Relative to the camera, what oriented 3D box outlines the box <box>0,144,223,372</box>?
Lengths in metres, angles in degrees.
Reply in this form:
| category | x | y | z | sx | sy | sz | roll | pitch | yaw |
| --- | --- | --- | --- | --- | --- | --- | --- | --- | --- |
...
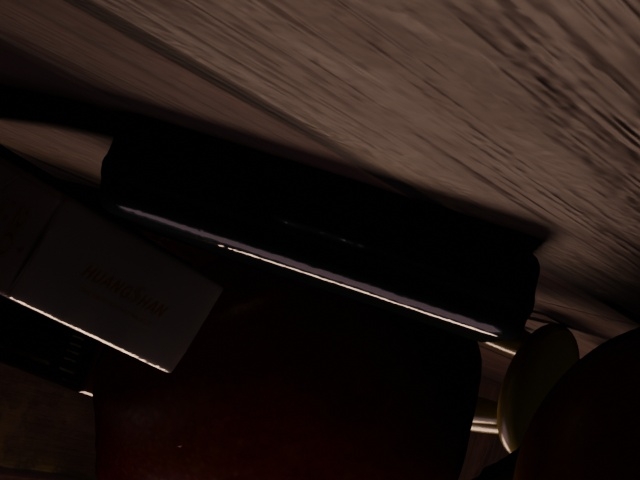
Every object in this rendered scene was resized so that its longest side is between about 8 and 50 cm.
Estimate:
| category | x | y | z | sx | sy | sz | roll | pitch | yaw |
| --- | --- | --- | --- | --- | --- | --- | --- | --- | --- |
| box | -0.184 | -0.016 | 0.838 | 0.233 | 0.067 | 0.149 | 29 | 179 | 38 |

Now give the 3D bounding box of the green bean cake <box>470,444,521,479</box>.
| category | x | y | z | sx | sy | sz | roll | pitch | yaw |
| --- | --- | --- | --- | --- | --- | --- | --- | --- | --- |
| green bean cake | 0.206 | 0.166 | 0.966 | 0.125 | 0.222 | 0.227 | 62 | 174 | 4 |

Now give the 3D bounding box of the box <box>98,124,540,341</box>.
| category | x | y | z | sx | sy | sz | roll | pitch | yaw |
| --- | --- | --- | --- | --- | --- | --- | --- | --- | --- |
| box | 0.000 | 0.000 | 0.785 | 0.230 | 0.050 | 0.160 | 18 | 176 | 3 |

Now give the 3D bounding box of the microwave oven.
| category | x | y | z | sx | sy | sz | roll | pitch | yaw |
| --- | --- | --- | --- | --- | --- | --- | --- | --- | --- |
| microwave oven | -0.204 | 0.053 | 1.332 | 0.247 | 0.178 | 0.188 | 14 | 173 | 41 |

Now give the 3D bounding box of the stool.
| category | x | y | z | sx | sy | sz | roll | pitch | yaw |
| --- | --- | --- | --- | --- | --- | --- | --- | --- | --- |
| stool | 0.137 | 0.108 | 1.161 | 0.110 | 0.134 | 0.135 | 17 | -140 | 38 |

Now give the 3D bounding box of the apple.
| category | x | y | z | sx | sy | sz | roll | pitch | yaw |
| --- | --- | --- | --- | --- | --- | --- | --- | --- | --- |
| apple | 0.215 | 0.137 | 0.755 | 0.210 | 0.173 | 0.235 | -32 | 135 | 30 |

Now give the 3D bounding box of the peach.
| category | x | y | z | sx | sy | sz | roll | pitch | yaw |
| --- | --- | --- | --- | --- | --- | --- | --- | --- | --- |
| peach | -0.023 | 0.112 | 1.012 | 0.274 | 0.249 | 0.245 | -4 | 153 | -39 |
